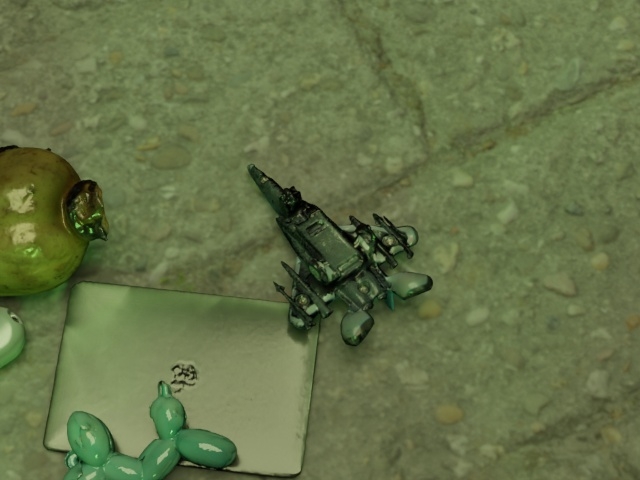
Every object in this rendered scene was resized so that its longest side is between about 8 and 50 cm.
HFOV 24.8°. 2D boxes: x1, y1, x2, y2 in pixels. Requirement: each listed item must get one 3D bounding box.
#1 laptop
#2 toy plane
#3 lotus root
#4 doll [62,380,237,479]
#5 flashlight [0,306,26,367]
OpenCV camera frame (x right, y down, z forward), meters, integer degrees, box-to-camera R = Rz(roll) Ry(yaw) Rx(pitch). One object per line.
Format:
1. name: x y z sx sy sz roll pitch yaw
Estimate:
1. laptop: -0.141 0.143 1.513 0.269 0.015 0.187 6 67 1
2. toy plane: 0.000 -0.004 1.545 0.169 0.078 0.246 -36 72 -15
3. lotus root: -0.333 -0.020 1.514 0.257 0.140 0.154 -2 80 8
4. doll: -0.182 0.220 1.446 0.158 0.059 0.159 42 82 7
5. flashlight: -0.389 0.141 1.493 0.200 0.047 0.093 -39 74 -19
